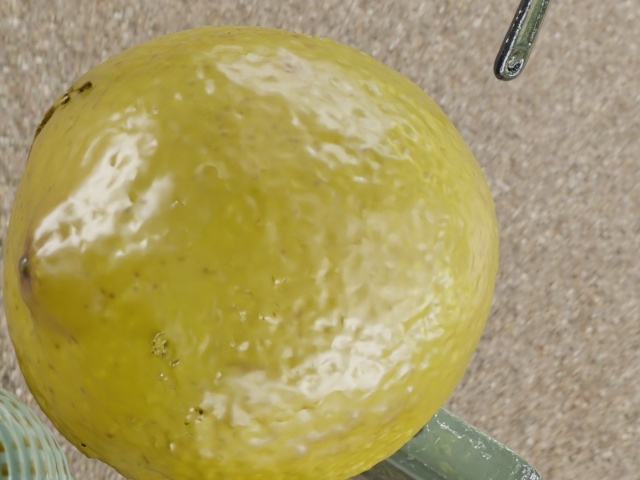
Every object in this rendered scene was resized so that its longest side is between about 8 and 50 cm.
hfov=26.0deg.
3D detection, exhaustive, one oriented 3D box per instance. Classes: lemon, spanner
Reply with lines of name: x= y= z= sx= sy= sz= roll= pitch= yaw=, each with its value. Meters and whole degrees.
lemon: x=-0.040 y=0.012 z=0.779 sx=0.293 sy=0.293 sz=0.293 roll=6 pitch=64 yaw=-12
spanner: x=0.149 y=-0.191 z=0.823 sx=0.046 sy=0.209 sz=0.012 roll=2 pitch=25 yaw=-47

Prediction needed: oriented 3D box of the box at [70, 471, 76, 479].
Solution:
box: x=-0.243 y=0.305 z=1.259 sx=0.132 sy=0.034 sz=0.235 roll=-25 pitch=61 yaw=-32

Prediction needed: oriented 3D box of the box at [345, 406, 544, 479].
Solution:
box: x=0.062 y=0.230 z=1.530 sx=0.396 sy=0.396 sz=0.111 roll=29 pitch=75 yaw=19

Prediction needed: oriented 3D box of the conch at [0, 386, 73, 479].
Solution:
conch: x=-0.239 y=0.157 z=0.934 sx=0.131 sy=0.200 sz=0.172 roll=-24 pitch=52 yaw=-37
